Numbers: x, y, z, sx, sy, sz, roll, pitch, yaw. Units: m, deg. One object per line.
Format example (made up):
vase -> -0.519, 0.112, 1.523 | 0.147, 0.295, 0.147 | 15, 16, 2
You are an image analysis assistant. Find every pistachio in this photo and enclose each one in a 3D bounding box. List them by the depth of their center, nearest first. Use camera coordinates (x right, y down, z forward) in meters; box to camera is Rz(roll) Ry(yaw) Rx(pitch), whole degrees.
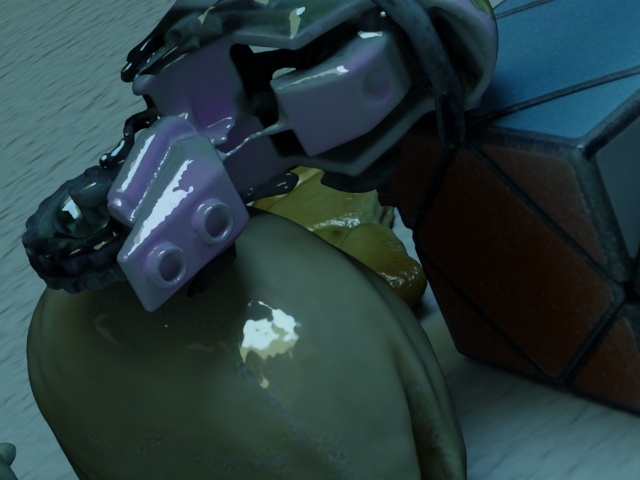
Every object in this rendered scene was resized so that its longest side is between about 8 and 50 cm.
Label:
pistachio -> -0.048, 0.096, 1.215 | 0.332, 0.208, 0.226 | 21, 93, 35

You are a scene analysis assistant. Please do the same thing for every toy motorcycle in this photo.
toy motorcycle -> -0.021, -0.077, 1.147 | 0.188, 0.143, 0.327 | 10, 45, 46

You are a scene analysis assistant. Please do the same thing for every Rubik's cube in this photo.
Rubik's cube -> 0.187, -0.040, 1.257 | 0.205, 0.207, 0.205 | -38, 29, -27

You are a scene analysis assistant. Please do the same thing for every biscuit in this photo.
biscuit -> -0.004, 0.001, 1.507 | 0.154, 0.045, 0.299 | -20, 26, 6

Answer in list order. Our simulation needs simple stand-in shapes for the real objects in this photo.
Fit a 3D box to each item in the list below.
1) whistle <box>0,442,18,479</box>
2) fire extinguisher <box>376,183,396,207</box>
whistle -> -0.232, 0.197, 1.279 | 0.110, 0.092, 0.244 | -24, 26, -6
fire extinguisher -> 0.093, -0.087, 1.510 | 0.147, 0.106, 0.337 | -11, 25, -6
